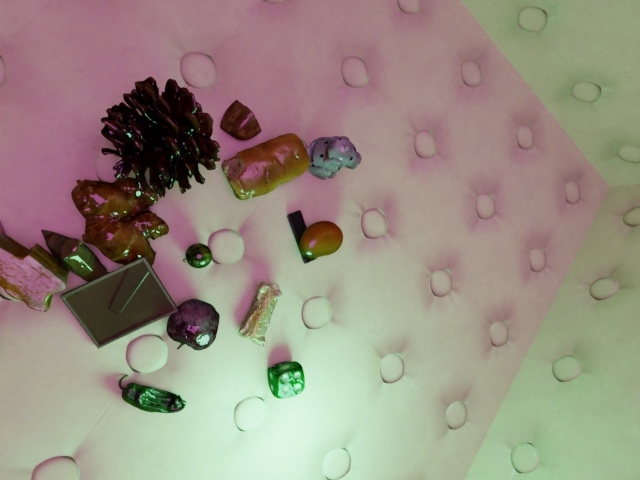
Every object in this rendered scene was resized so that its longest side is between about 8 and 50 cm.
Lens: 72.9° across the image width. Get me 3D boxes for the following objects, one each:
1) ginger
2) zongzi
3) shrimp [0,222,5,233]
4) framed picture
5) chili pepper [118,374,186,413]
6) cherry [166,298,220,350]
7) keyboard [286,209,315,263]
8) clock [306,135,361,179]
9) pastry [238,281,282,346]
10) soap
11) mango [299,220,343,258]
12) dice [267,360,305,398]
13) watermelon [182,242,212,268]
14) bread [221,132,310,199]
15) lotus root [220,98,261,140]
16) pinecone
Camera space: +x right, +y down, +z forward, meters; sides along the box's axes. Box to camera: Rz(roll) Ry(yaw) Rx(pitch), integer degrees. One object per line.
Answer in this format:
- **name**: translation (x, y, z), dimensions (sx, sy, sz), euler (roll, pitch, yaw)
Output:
- **ginger**: translation (-0.699, -0.063, 1.543), dimensions (0.274, 0.153, 0.357), euler (-24, 101, -42)
- **zongzi**: translation (-0.864, 0.058, 1.519), dimensions (0.094, 0.205, 0.204), euler (-56, 151, -27)
- **shrimp**: translation (-1.121, -0.047, 1.403), dimensions (0.144, 0.052, 0.250), euler (-22, 107, -33)
- **framed picture**: translation (-0.704, 0.221, 1.529), dimensions (0.324, 0.020, 0.240), euler (-26, 109, -1)
- **chili pepper**: translation (-0.632, 0.587, 1.618), dimensions (0.257, 0.074, 0.100), euler (27, 77, -27)
- **cherry**: translation (-0.475, 0.312, 1.629), dimensions (0.195, 0.195, 0.195), euler (0, 91, -24)
- **keyboard**: translation (-0.080, -0.014, 1.888), dimensions (0.072, 0.023, 0.231), euler (-25, 101, -29)
- **clock**: translation (0.065, -0.364, 1.828), dimensions (0.189, 0.254, 0.188), euler (-1, 92, -29)
- **pastry**: translation (-0.248, 0.293, 1.776), dimensions (0.122, 0.089, 0.258), euler (22, 80, -27)
- **soap**: translation (-0.929, 0.088, 1.348), dimensions (0.259, 0.281, 0.143), euler (44, 76, -27)
- **mango**: translation (0.000, -0.006, 1.858), dimensions (0.221, 0.120, 0.151), euler (-11, 92, -38)
- **dice**: translation (-0.143, 0.578, 1.803), dimensions (0.129, 0.131, 0.120), euler (-6, 93, -26)
- **watermelon**: translation (-0.473, 0.060, 1.669), dimensions (0.109, 0.109, 0.108), euler (0, 91, -24)
- **bread**: translation (-0.216, -0.300, 1.752), dimensions (0.344, 0.149, 0.195), euler (-31, 102, -21)
- **lotus root**: translation (-0.316, -0.473, 1.740), dimensions (0.159, 0.095, 0.135), euler (40, 78, -14)
- **pinecone**: translation (-0.541, -0.326, 1.471), dimensions (0.398, 0.398, 0.397), euler (0, 91, -24)
